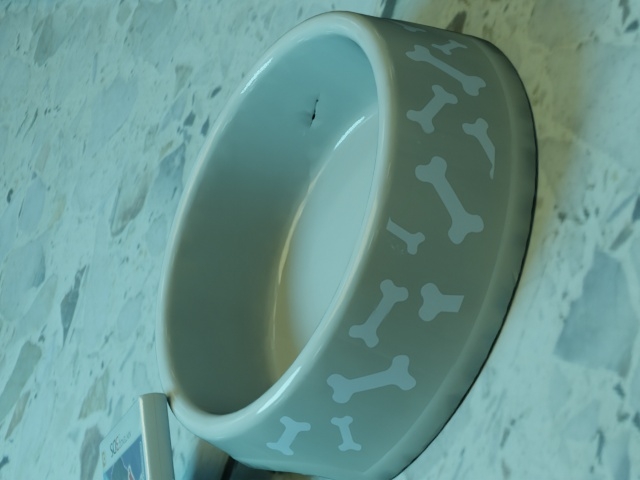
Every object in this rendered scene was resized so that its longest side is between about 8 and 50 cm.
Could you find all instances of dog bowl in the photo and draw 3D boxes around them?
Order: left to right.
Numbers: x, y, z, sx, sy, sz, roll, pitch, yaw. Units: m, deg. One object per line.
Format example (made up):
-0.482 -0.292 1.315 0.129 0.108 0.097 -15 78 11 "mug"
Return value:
0.000 0.000 1.141 0.349 0.102 0.349 -40 40 45 "dog bowl"

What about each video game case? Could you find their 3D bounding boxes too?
-0.130 0.228 1.200 0.183 0.023 0.201 133 132 -66 "video game case"
